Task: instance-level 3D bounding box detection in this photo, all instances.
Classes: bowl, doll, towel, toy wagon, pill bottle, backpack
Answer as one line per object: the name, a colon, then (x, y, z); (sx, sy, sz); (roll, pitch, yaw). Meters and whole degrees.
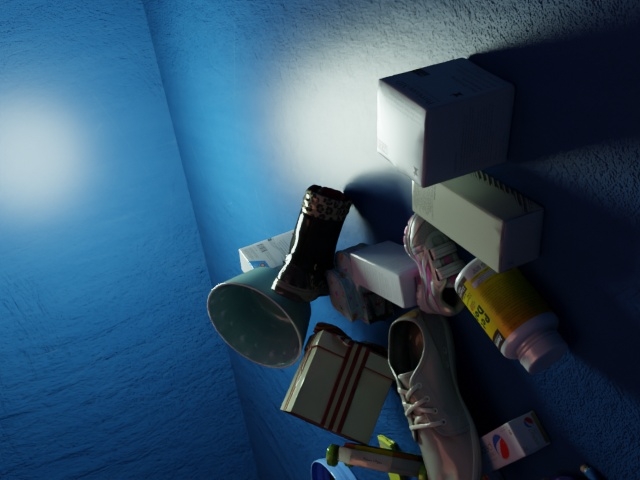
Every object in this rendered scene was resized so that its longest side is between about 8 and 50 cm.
bowl: (-0.149, 0.196, 2.149); (0.311, 0.163, 0.311); (20, 135, 21)
bowl: (0.087, 0.956, 2.683); (0.391, 0.077, 0.391); (49, 149, 44)
doll: (0.488, 0.477, 1.383); (0.189, 0.046, 0.129); (-31, 69, 62)
towel: (0.225, 0.694, 2.227); (0.102, 0.021, 0.237); (-175, 68, -73)
toy wagon: (0.183, 0.578, 1.958); (0.344, 0.267, 0.068); (35, -117, -61)
pill bottle: (0.345, 0.130, 1.357); (0.215, 0.117, 0.117); (57, 154, 33)
backpack: (0.095, 0.106, 1.913); (0.166, 0.144, 0.188); (-145, 47, -65)

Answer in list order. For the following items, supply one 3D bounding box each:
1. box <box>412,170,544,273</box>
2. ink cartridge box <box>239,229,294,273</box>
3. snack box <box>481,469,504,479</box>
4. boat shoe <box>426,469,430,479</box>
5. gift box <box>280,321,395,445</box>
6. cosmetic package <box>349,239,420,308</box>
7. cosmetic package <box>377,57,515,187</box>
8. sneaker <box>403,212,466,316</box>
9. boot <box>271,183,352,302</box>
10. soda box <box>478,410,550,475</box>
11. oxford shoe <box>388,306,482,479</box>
box: (0.282, -0.058, 1.393); (0.275, 0.094, 0.113); (44, 146, 49)
ink cartridge box: (-0.128, 0.062, 2.325); (0.148, 0.203, 0.086); (48, 150, 46)
snack box: (0.393, 0.577, 1.700); (0.141, 0.037, 0.100); (63, 158, 23)
boat shoe: (0.290, 0.425, 1.742); (0.112, 0.095, 0.335); (-26, 65, 55)
gift box: (0.065, 0.372, 1.965); (0.258, 0.255, 0.276); (-67, 10, -15)
cosmetic package: (0.173, 0.073, 1.728); (0.231, 0.117, 0.085); (24, 128, 63)
cosmetic package: (0.214, -0.208, 1.315); (0.151, 0.184, 0.151); (46, 147, 47)
sneaker: (0.253, 0.048, 1.558); (0.111, 0.103, 0.252); (23, 134, 57)
boot: (0.000, 0.000, 2.013); (0.138, 0.377, 0.284); (21, 102, 15)
soda box: (0.385, 0.422, 1.558); (0.074, 0.069, 0.216); (64, 158, 20)
oxford shoe: (0.234, 0.358, 1.636); (0.169, 0.130, 0.449); (-29, 64, 46)
